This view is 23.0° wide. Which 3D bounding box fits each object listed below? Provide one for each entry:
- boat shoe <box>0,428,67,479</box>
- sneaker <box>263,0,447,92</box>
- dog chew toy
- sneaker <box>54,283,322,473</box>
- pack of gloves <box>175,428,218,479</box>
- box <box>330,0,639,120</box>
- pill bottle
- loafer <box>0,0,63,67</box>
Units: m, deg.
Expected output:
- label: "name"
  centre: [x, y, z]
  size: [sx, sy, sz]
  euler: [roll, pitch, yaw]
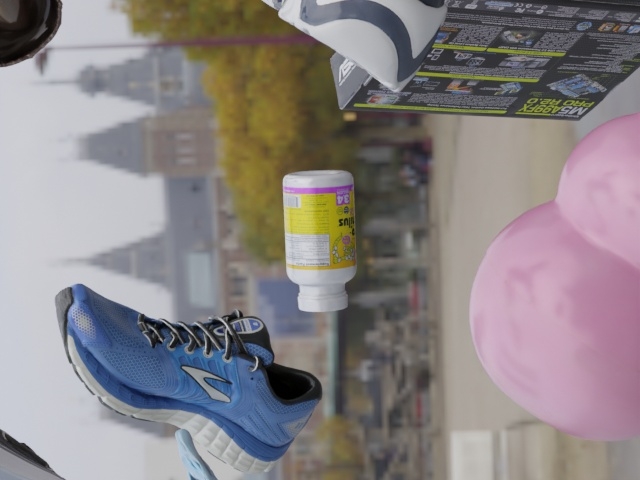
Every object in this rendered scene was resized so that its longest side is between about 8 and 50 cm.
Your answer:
- label: "boat shoe"
  centre: [-0.241, 0.182, 1.189]
  size: [0.080, 0.228, 0.076]
  euler: [-47, 25, 15]
- label: "sneaker"
  centre: [0.032, -0.173, 0.815]
  size: [0.153, 0.094, 0.235]
  euler: [-55, 14, 6]
- label: "dog chew toy"
  centre: [0.264, -0.005, 1.252]
  size: [0.332, 0.206, 0.206]
  euler: [-57, 6, 14]
- label: "sneaker"
  centre: [-0.132, 0.116, 1.636]
  size: [0.330, 0.147, 0.130]
  euler: [31, -158, -35]
- label: "pack of gloves"
  centre: [-0.063, 0.273, 1.307]
  size: [0.232, 0.046, 0.195]
  euler: [48, 167, 40]
- label: "box"
  centre: [0.174, -0.189, 1.448]
  size: [0.216, 0.270, 0.060]
  euler: [133, 133, -57]
- label: "pill bottle"
  centre: [0.000, 0.000, 0.961]
  size: [0.043, 0.043, 0.083]
  euler: [-75, -17, -82]
- label: "loafer"
  centre: [-0.299, -0.215, 1.184]
  size: [0.130, 0.134, 0.366]
  euler: [57, -175, 26]
